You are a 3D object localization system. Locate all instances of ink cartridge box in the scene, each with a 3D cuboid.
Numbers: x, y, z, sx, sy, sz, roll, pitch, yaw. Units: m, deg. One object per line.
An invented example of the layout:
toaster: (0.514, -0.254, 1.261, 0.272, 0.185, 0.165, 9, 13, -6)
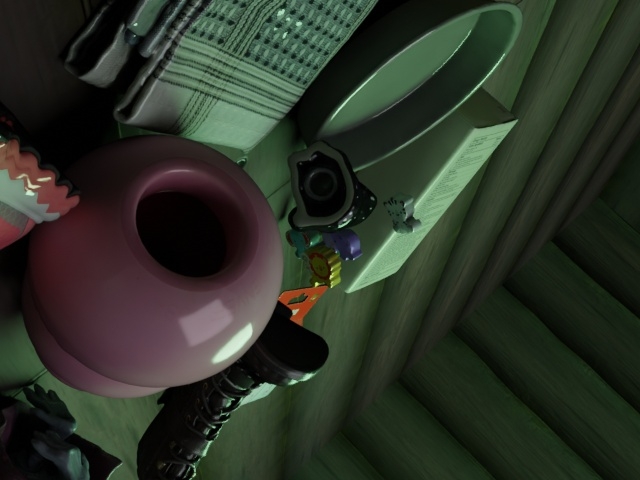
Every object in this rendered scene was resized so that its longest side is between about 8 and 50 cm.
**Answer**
ink cartridge box: (-0.078, 0.181, 1.681, 0.232, 0.066, 0.189, -46, 164, 18)

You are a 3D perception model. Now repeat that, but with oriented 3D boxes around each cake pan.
cake pan: (0.093, -0.180, 1.131, 0.293, 0.054, 0.293, -32, 166, -9)

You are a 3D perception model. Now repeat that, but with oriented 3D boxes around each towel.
towel: (-0.029, -0.209, 0.835, 0.312, 0.056, 0.324, -48, 163, 11)

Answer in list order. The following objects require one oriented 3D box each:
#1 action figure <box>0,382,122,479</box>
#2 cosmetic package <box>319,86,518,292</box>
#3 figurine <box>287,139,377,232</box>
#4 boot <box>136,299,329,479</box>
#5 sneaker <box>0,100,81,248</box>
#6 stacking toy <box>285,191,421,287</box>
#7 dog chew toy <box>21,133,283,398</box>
action figure: (-0.354, 0.353, 1.080, 0.370, 0.276, 0.248, -60, 169, 1)
cosmetic package: (0.120, -0.081, 1.413, 0.309, 0.113, 0.160, -54, 162, 27)
figurine: (-0.044, -0.021, 1.130, 0.215, 0.092, 0.209, -22, 171, 9)
boot: (-0.100, 0.164, 0.982, 0.229, 0.091, 0.263, -59, -164, 2)
sneaker: (-0.251, -0.042, 0.596, 0.136, 0.116, 0.314, -42, 164, -5)
stacking toy: (0.000, 0.000, 1.282, 0.167, 0.052, 0.221, -32, -162, -35)
dog chew toy: (-0.168, 0.045, 0.883, 0.207, 0.206, 0.332, -34, 177, -35)
